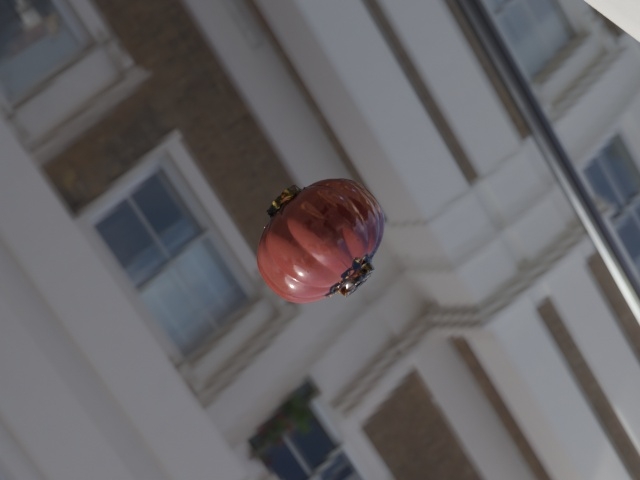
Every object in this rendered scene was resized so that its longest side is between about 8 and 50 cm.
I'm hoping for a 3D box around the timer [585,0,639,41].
[{"bbox_3d":[0.244,-0.250,0.996,0.192,0.195,0.194,-41,-155,39],"label":"timer"}]

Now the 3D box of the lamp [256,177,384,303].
[{"bbox_3d":[0.000,0.000,1.221,0.107,0.092,0.107,-42,171,-8],"label":"lamp"}]
